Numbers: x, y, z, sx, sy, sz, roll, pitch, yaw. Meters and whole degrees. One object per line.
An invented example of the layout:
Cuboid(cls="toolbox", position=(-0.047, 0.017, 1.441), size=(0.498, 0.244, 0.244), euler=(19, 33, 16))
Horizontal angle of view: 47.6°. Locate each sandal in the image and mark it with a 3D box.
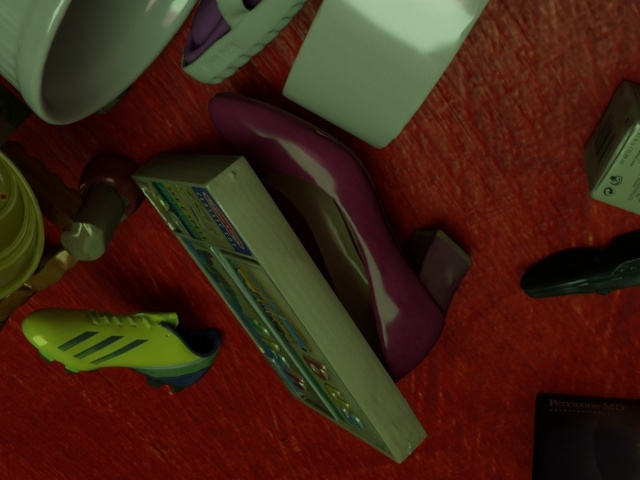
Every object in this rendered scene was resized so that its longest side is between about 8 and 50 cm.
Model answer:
Cuboid(cls="sandal", position=(-0.050, -0.266, 0.612), size=(0.102, 0.169, 0.416), euler=(19, 148, -24))

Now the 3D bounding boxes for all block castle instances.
Cuboid(cls="block castle", position=(-0.472, -0.109, 0.875), size=(0.303, 0.213, 0.453), euler=(-37, 115, 20))

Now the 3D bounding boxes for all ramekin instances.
Cuboid(cls="ramekin", position=(-0.216, -0.256, 0.666), size=(0.135, 0.277, 0.277), euler=(37, 125, -2))

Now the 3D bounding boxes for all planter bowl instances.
Cuboid(cls="planter bowl", position=(-0.376, -0.045, 0.737), size=(0.217, 0.090, 0.217), euler=(0, 121, 1))

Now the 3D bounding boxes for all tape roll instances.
Cuboid(cls="tape roll", position=(0.078, -0.222, 0.598), size=(0.100, 0.286, 0.286), euler=(28, 126, -4))

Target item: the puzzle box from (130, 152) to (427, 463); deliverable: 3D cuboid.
Cuboid(cls="puzzle box", position=(-0.056, 0.075, 0.877), size=(0.409, 0.052, 0.272), euler=(57, 158, -22))

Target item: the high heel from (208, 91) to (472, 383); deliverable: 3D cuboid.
Cuboid(cls="high heel", position=(0.000, 0.000, 0.819), size=(0.377, 0.181, 0.127), euler=(35, 166, -11))

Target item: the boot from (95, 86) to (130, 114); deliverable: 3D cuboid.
Cuboid(cls="boot", position=(-0.280, -0.205, 0.857), size=(0.087, 0.042, 0.118), euler=(-11, 113, 30))

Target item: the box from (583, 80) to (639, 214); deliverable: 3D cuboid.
Cuboid(cls="box", position=(0.414, -0.058, 0.723), size=(0.275, 0.113, 0.094), euler=(21, 127, 2))

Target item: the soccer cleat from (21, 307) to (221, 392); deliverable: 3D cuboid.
Cuboid(cls="soccer cleat", position=(-0.261, 0.128, 0.991), size=(0.289, 0.093, 0.121), euler=(26, 111, -44))

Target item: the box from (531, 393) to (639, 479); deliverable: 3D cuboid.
Cuboid(cls="box", position=(0.414, 0.358, 0.892), size=(0.296, 0.294, 0.182), euler=(1, 121, 14))

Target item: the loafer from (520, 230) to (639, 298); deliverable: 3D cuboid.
Cuboid(cls="loafer", position=(0.322, 0.044, 0.849), size=(0.170, 0.062, 0.061), euler=(-16, 123, 26))
